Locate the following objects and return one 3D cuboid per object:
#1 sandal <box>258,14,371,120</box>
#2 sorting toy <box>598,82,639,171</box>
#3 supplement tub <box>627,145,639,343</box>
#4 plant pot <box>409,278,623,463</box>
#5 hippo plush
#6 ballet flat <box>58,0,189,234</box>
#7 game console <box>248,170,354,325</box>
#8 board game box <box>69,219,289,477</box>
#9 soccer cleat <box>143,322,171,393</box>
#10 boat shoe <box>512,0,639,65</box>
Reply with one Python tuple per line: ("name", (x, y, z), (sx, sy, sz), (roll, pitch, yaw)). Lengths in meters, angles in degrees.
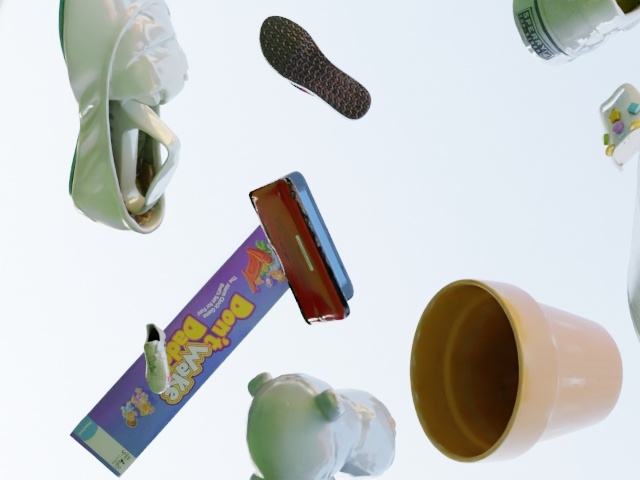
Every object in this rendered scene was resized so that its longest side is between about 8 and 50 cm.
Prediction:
("sandal", (-0.013, -0.217, 1.542), (0.067, 0.179, 0.040), (-54, -162, -10))
("sorting toy", (0.333, -0.132, 1.319), (0.083, 0.045, 0.075), (-50, -141, 37))
("supplement tub", (0.346, 0.010, 0.865), (0.241, 0.331, 0.241), (-4, -112, 10))
("plant pot", (0.237, 0.151, 1.380), (0.205, 0.188, 0.205), (-13, -105, 58))
("hippo plush", (-0.041, 0.257, 1.245), (0.234, 0.294, 0.236), (-6, -104, 48))
("ballet flat", (-0.207, -0.159, 1.336), (0.400, 0.139, 0.139), (102, -29, -46))
("game console", (0.000, 0.000, 1.158), (0.124, 0.085, 0.144), (-17, -81, 64))
("board game box", (-0.156, 0.121, 1.481), (0.347, 0.078, 0.233), (-48, -176, -7))
("soccer cleat", (-0.180, 0.128, 1.308), (0.029, 0.035, 0.083), (-13, -129, 7))
("boat shoe", (0.337, -0.308, 1.189), (0.156, 0.367, 0.136), (-17, -70, 49))
